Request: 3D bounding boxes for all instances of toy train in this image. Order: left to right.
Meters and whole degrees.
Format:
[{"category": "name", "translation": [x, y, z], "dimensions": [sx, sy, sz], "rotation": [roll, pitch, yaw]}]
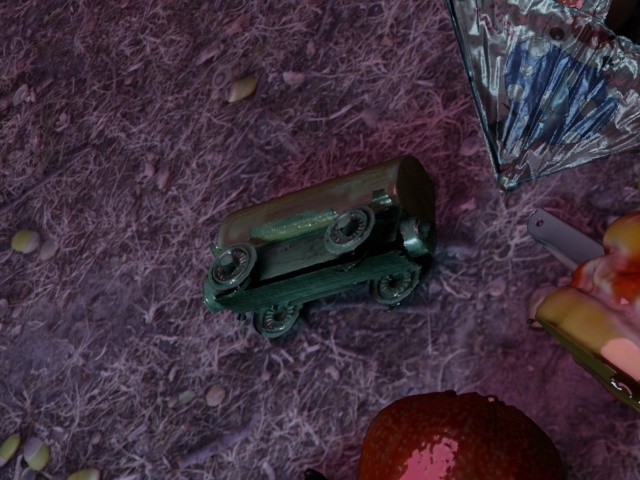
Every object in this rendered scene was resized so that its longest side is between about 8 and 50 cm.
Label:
[{"category": "toy train", "translation": [-0.004, -0.006, 1.864], "dimensions": [0.307, 0.126, 0.189], "rotation": [-17, 53, 30]}]

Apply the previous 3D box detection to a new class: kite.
[{"category": "kite", "translation": [0.275, -0.204, 1.738], "dimensions": [0.406, 0.014, 0.368], "rotation": [32, 117, 14]}]

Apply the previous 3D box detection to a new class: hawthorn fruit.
[{"category": "hawthorn fruit", "translation": [0.124, 0.270, 1.541], "dimensions": [0.205, 0.205, 0.253], "rotation": [3, 73, 40]}]

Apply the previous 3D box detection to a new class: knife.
[{"category": "knife", "translation": [0.273, 0.015, 1.704], "dimensions": [0.044, 0.023, 0.162], "rotation": [-54, 45, 2]}]

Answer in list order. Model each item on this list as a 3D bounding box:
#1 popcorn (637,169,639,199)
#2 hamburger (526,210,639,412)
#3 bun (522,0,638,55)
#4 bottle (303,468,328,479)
[{"category": "popcorn", "translation": [0.371, -0.069, 1.622], "dimensions": [0.106, 0.120, 0.116], "rotation": [15, 82, 7]}, {"category": "hamburger", "translation": [0.328, 0.075, 1.426], "dimensions": [0.261, 0.303, 0.186], "rotation": [38, 93, 37]}, {"category": "bun", "translation": [0.271, -0.282, 1.831], "dimensions": [0.222, 0.127, 0.222], "rotation": [-12, 69, 33]}, {"category": "bottle", "translation": [-0.074, 0.341, 1.734], "dimensions": [0.244, 0.072, 0.082], "rotation": [-40, 49, 11]}]
